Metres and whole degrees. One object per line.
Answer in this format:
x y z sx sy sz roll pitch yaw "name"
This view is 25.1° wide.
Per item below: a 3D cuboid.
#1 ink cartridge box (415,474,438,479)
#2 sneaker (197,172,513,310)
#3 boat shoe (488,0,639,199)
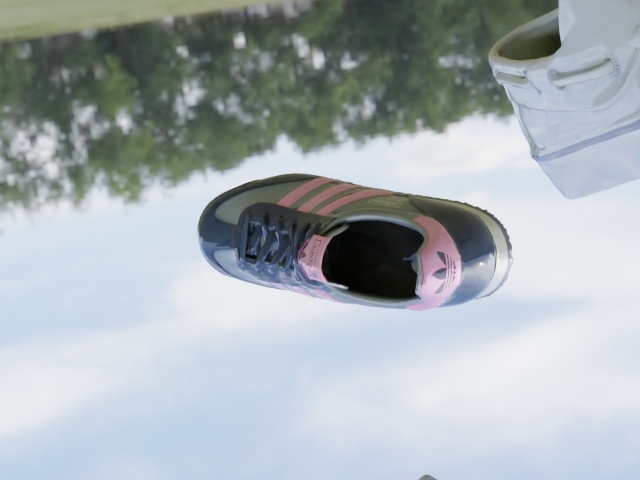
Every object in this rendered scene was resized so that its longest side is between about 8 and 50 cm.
0.133 0.283 0.737 0.186 0.311 0.065 -57 -177 -29 "ink cartridge box"
0.000 0.000 1.263 0.319 0.112 0.131 2 -173 33 "sneaker"
0.123 -0.077 0.526 0.095 0.084 0.258 -40 -178 -19 "boat shoe"
